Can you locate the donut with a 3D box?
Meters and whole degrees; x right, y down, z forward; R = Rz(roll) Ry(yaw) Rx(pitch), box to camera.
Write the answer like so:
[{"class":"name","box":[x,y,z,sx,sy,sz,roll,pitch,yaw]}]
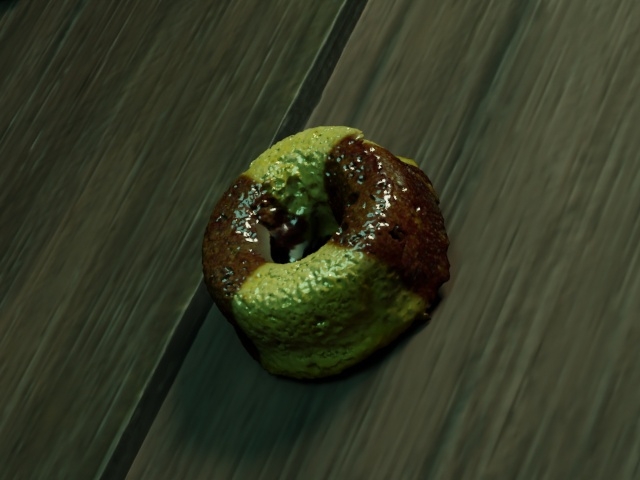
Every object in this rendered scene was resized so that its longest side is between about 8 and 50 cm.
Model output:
[{"class":"donut","box":[0.000,0.000,0.956,0.140,0.059,0.140,-22,43,22]}]
